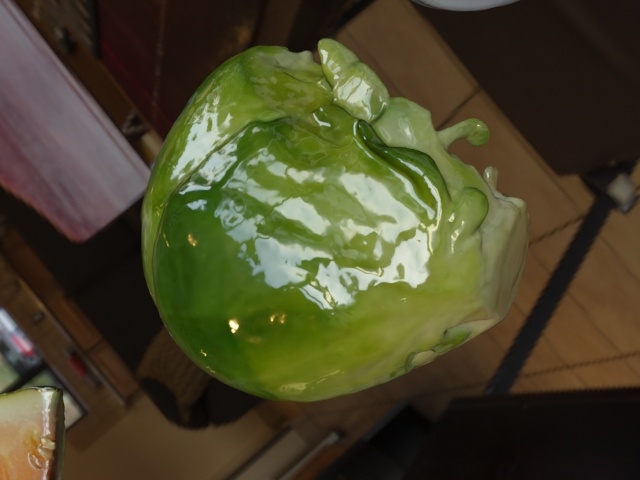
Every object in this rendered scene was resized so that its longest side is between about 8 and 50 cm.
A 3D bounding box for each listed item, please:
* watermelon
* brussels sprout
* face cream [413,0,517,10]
[{"bbox_3d":[-0.288,0.249,0.927,0.128,0.303,0.159,13,177,-9],"label":"watermelon"},{"bbox_3d":[0.000,0.000,1.070,0.371,0.314,0.276,20,169,28],"label":"brussels sprout"},{"bbox_3d":[0.157,-0.345,1.209,0.177,0.177,0.152,99,166,-73],"label":"face cream"}]
